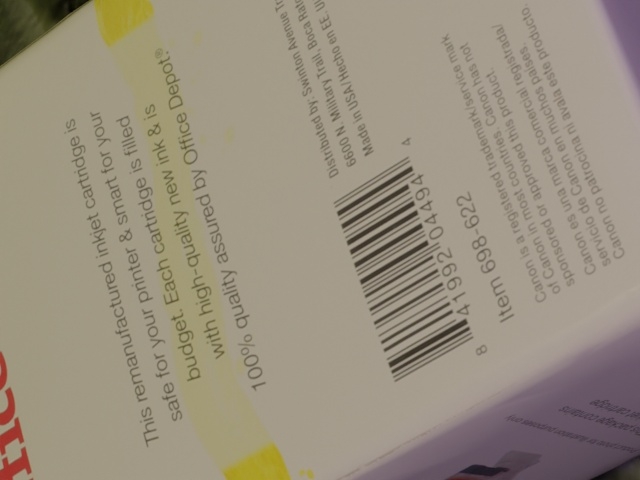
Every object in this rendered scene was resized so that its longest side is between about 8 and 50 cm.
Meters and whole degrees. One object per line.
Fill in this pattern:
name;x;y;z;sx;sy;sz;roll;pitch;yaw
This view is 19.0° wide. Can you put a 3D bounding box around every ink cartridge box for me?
ink cartridge box;0.000;0.000;0.876;0.384;0.160;0.279;-31;62;26
